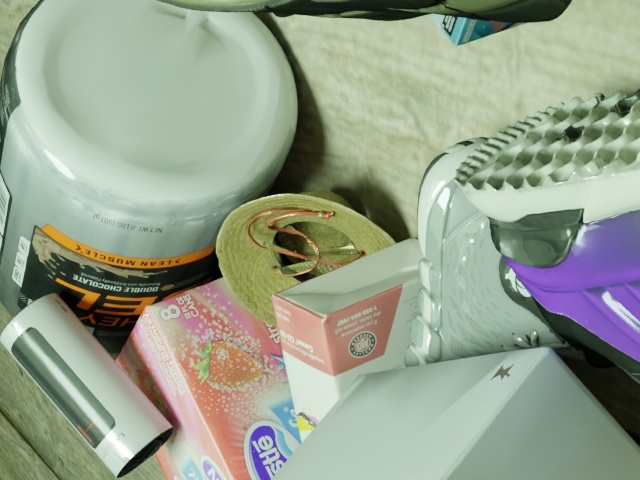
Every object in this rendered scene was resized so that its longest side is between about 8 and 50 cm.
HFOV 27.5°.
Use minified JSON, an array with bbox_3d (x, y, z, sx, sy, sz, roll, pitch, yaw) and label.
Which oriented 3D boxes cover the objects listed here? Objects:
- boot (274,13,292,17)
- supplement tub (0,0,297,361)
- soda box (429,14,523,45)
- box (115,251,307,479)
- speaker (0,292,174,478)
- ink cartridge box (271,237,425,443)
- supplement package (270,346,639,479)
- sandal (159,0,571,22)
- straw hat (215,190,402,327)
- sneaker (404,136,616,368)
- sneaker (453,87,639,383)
[{"bbox_3d":[-0.026,-0.217,0.831,0.099,0.045,0.121,54,143,23],"label":"boot"},{"bbox_3d":[-0.156,-0.038,1.023,0.207,0.207,0.338,61,153,16],"label":"supplement tub"},{"bbox_3d":[0.093,-0.181,0.616,0.063,0.058,0.183,56,152,26],"label":"soda box"},{"bbox_3d":[-0.019,0.176,0.980,0.300,0.154,0.142,63,153,15],"label":"box"},{"bbox_3d":[-0.168,0.105,0.945,0.136,0.055,0.055,47,149,10],"label":"speaker"},{"bbox_3d":[0.048,0.112,0.848,0.067,0.115,0.198,20,126,56],"label":"ink cartridge box"},{"bbox_3d":[0.089,0.220,0.660,0.262,0.199,0.198,47,156,-10],"label":"supplement package"},{"bbox_3d":[0.008,-0.151,0.630,0.303,0.120,0.086,14,104,52],"label":"sandal"},{"bbox_3d":[0.000,0.000,0.914,0.144,0.145,0.061,100,-179,-46],"label":"straw hat"},{"bbox_3d":[0.114,0.065,0.728,0.132,0.086,0.228,29,132,50],"label":"sneaker"},{"bbox_3d":[0.192,0.016,0.542,0.293,0.102,0.146,9,129,57],"label":"sneaker"}]
